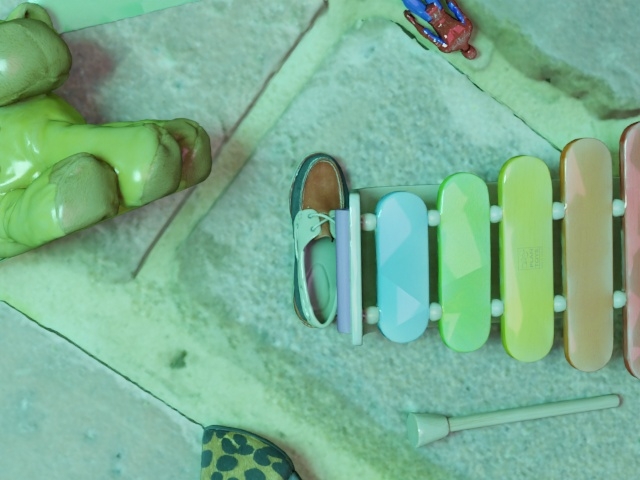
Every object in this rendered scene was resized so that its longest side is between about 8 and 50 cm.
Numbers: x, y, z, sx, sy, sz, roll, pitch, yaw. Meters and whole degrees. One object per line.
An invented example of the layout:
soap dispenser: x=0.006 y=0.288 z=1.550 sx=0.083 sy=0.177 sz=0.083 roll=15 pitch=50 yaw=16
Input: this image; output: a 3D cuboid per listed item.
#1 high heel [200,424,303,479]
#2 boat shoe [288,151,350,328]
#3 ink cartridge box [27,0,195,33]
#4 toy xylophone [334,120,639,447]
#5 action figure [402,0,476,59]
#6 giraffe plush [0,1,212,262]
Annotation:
high heel: x=-0.101 y=0.276 z=1.064 sx=0.261 sy=0.093 sz=0.186 roll=-40 pitch=84 yaw=2
boat shoe: x=0.000 y=0.000 z=1.068 sx=0.049 sy=0.043 sz=0.137 roll=3 pitch=93 yaw=-11
ink cartridge box: x=-0.156 y=-0.281 z=1.002 sx=0.171 sy=0.056 sz=0.235 roll=-16 pitch=97 yaw=-11
toy xylophone: x=0.163 y=0.041 z=1.087 sx=0.323 sy=0.081 sz=0.236 roll=-11 pitch=98 yaw=-13
action figure: x=0.083 y=-0.183 z=1.077 sx=0.038 sy=0.030 sz=0.115 roll=-45 pitch=108 yaw=0
giraffe plush: x=-0.205 y=-0.083 z=0.966 sx=0.210 sy=0.181 sz=0.170 roll=-20 pitch=94 yaw=24
